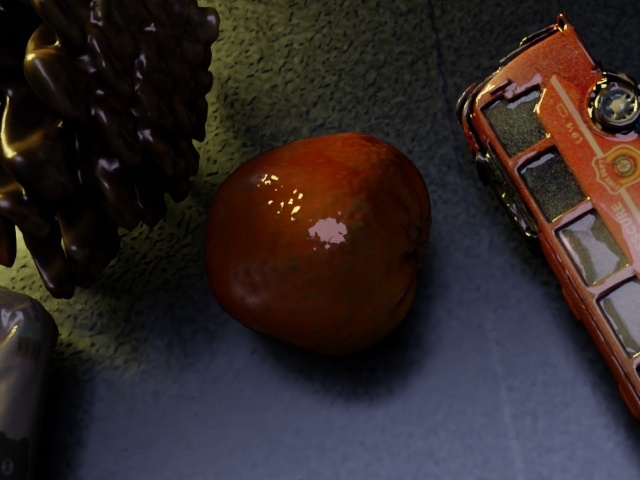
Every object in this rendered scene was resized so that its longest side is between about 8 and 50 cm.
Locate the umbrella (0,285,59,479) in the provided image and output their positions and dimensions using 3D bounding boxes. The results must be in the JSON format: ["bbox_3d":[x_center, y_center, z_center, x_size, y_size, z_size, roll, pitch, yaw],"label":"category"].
[{"bbox_3d":[-0.191,0.188,0.647,0.067,0.073,0.337,1,68,12],"label":"umbrella"}]

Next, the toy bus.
[{"bbox_3d":[0.158,-0.005,0.668,0.096,0.073,0.235,-31,66,4],"label":"toy bus"}]

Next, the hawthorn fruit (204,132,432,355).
[{"bbox_3d":[0.000,0.000,0.671,0.128,0.128,0.128,-4,67,9],"label":"hawthorn fruit"}]

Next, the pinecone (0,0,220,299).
[{"bbox_3d":[-0.156,-0.080,0.675,0.201,0.202,0.229,-44,21,21],"label":"pinecone"}]
